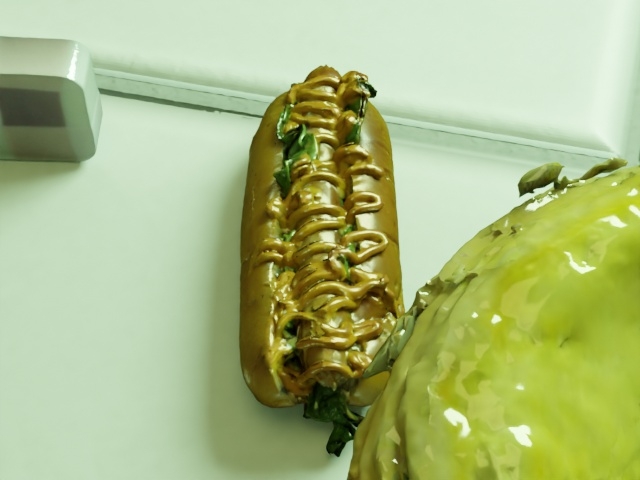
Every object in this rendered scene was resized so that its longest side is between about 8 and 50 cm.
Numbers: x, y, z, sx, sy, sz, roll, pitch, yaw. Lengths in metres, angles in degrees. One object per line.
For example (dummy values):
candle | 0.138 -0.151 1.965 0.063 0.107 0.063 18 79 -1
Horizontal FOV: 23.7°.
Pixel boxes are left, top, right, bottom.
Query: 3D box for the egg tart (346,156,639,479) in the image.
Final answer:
egg tart | 0.159 0.113 0.514 0.315 0.120 0.315 1 65 -2

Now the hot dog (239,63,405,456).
hot dog | 0.000 0.000 0.672 0.072 0.055 0.188 -1 55 -1

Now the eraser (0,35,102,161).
eraser | -0.158 -0.067 0.718 0.105 0.065 0.026 1 57 4
